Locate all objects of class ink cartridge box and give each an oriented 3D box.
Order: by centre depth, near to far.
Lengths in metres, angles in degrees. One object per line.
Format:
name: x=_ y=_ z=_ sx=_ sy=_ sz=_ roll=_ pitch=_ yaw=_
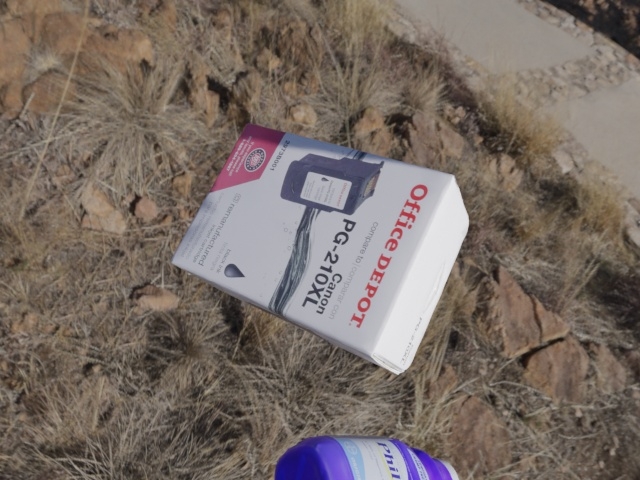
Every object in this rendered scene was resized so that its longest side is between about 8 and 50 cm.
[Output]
ink cartridge box: x=0.000 y=0.000 z=0.494 sx=0.237 sy=0.100 sz=0.172 roll=20 pitch=77 yaw=29

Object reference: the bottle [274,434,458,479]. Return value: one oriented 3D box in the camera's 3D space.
bottle: x=0.073 y=0.299 z=0.599 sx=0.283 sy=0.092 sz=0.118 roll=24 pitch=40 yaw=-44
